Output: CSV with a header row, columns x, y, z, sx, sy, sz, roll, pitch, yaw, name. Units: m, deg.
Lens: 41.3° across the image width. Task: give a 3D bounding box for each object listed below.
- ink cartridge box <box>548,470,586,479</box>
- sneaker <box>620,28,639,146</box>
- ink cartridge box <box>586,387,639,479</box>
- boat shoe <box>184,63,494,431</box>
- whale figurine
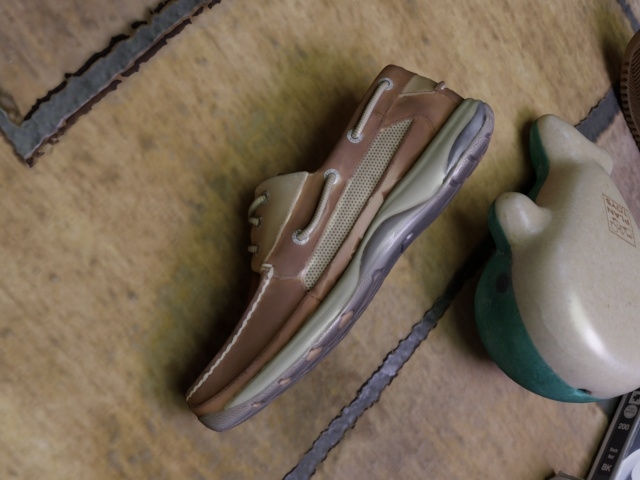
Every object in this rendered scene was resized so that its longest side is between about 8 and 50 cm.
x,y,z,sx,sy,sz,roll,pitch,yaw,name
0.291,0.414,0.818,0.223,0.129,0.307,-49,114,-21,ink cartridge box
0.424,-0.132,0.909,0.153,0.099,0.282,-39,117,-20,sneaker
0.395,0.230,0.931,0.206,0.045,0.208,38,70,-26,ink cartridge box
0.000,0.000,0.658,0.116,0.123,0.324,38,78,9,boat shoe
0.219,0.018,0.788,0.216,0.141,0.272,25,53,-30,whale figurine
